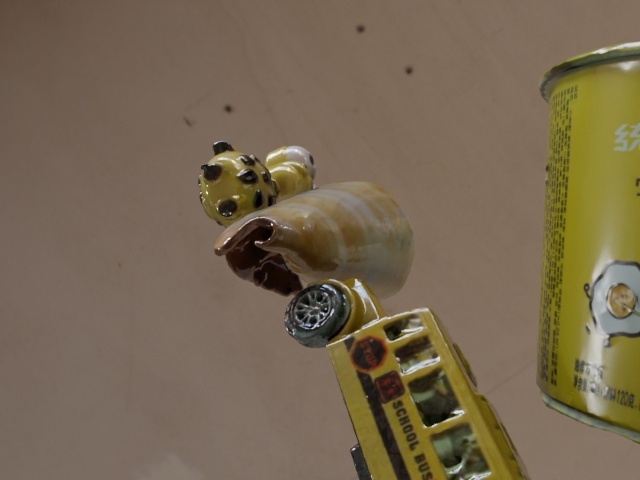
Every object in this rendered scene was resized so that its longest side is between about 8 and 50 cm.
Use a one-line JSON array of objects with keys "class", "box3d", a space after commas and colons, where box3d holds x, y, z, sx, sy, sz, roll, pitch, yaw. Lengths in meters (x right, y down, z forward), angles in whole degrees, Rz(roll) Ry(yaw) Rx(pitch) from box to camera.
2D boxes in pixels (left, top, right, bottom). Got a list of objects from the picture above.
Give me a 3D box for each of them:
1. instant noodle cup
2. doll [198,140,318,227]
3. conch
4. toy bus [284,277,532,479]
[{"class": "instant noodle cup", "box3d": [0.304, 0.019, 0.537, 0.325, 0.326, 0.254, 9, -89, -72]}, {"class": "doll", "box3d": [-0.063, -0.062, 0.879, 0.086, 0.117, 0.291, -16, 0, 19]}, {"class": "conch", "box3d": [0.002, -0.011, 0.728, 0.158, 0.127, 0.255, 0, -13, 24]}, {"class": "toy bus", "box3d": [0.080, 0.161, 0.541, 0.123, 0.335, 0.121, -28, -44, 8]}]
